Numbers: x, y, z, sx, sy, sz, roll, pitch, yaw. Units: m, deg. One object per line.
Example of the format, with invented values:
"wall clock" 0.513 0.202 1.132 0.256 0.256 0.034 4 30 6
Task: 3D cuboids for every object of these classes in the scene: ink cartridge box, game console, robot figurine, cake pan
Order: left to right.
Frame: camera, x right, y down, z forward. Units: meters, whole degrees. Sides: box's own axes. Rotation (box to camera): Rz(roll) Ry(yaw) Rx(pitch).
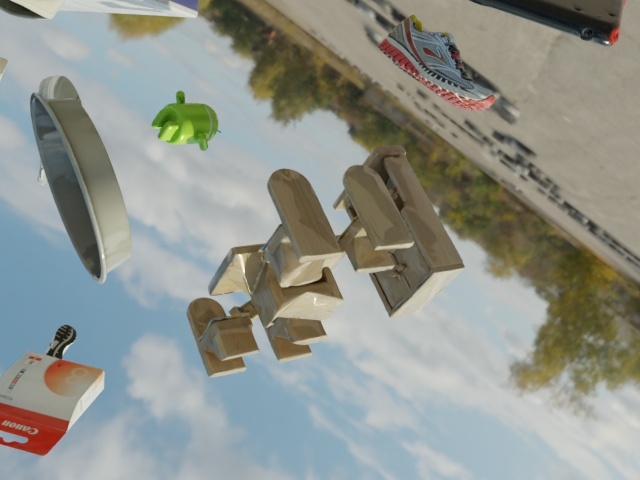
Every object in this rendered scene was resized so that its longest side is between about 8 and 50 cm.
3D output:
"ink cartridge box" -0.449 0.251 1.230 0.145 0.045 0.179 12 -154 11
"ink cartridge box" -0.412 -0.424 1.279 0.329 0.072 0.324 7 -170 12
"cake pan" -0.354 -0.081 1.157 0.054 0.293 0.293 -21 -135 -24
"robot figurine" -0.217 -0.191 1.279 0.115 0.067 0.101 -10 -118 -46
"game console" 0.276 -0.407 1.197 0.386 0.060 0.342 22 -143 11

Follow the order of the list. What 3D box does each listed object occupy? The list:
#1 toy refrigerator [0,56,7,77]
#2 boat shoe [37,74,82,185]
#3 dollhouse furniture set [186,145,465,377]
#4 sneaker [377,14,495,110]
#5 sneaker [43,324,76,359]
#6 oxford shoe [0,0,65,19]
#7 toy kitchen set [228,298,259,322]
"toy refrigerator" -0.696 -0.234 1.513 0.094 0.270 0.102 23 -162 -25
"boat shoe" -0.545 -0.209 1.596 0.103 0.320 0.118 8 -122 -6
"dollhouse furniture set" 0.000 0.000 1.280 0.394 0.362 0.257 -7 -121 -34
"sneaker" 0.195 -0.290 1.267 0.225 0.093 0.088 43 -169 24
"sneaker" -0.502 0.204 1.483 0.040 0.043 0.109 39 -143 -15
"oxford shoe" -0.324 -0.338 0.849 0.169 0.130 0.449 42 168 -16
"toy kitchen set" -0.106 0.127 1.414 0.068 0.083 0.075 46 -176 12
